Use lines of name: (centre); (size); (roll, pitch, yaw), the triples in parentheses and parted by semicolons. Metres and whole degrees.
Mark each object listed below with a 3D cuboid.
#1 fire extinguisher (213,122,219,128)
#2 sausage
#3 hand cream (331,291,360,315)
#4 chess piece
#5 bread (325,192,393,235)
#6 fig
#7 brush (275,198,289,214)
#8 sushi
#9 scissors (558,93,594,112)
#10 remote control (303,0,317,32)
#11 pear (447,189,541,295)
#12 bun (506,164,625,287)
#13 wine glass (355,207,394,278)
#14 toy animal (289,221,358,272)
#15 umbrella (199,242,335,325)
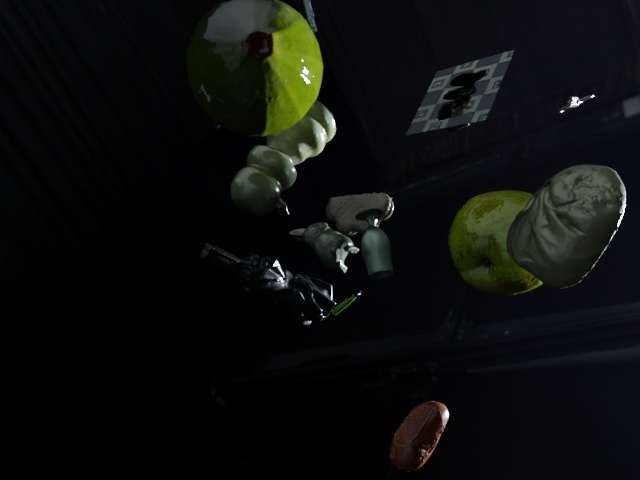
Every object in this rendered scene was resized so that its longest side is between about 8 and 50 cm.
fire extinguisher: (-0.234, -0.431, 1.657); (0.252, 0.075, 0.106); (-54, 167, -29)
sausage: (0.220, 0.429, 1.213); (0.179, 0.089, 0.089); (-50, -155, -23)
hand cream: (0.086, 0.207, 1.807); (0.122, 0.023, 0.036); (-39, 176, 22)
chess piece: (-0.112, -0.212, 1.427); (0.182, 0.182, 0.330); (0, -126, 57)
bread: (0.170, -0.113, 2.457); (0.337, 0.183, 0.102); (-2, 167, 36)
fig: (-0.133, -0.367, 1.138); (0.316, 0.316, 0.316); (-26, -162, 9)
brush: (-0.177, -0.160, 2.026); (0.036, 0.043, 0.248); (-22, -144, -14)
sushi: (0.495, -0.465, 1.861); (0.296, 0.100, 0.373); (-3, -133, 41)
scissors: (0.596, -0.324, 1.282); (0.085, 0.022, 0.176); (-23, 178, 31)
remote control: (-0.032, -0.628, 1.487); (0.017, 0.125, 0.053); (-18, 157, 13)
pear: (0.602, 0.012, 1.814); (0.390, 0.391, 0.391); (-26, -162, 9)
bun: (0.649, -0.051, 1.482); (0.360, 0.210, 0.360); (-59, 172, -13)
wine glass: (0.165, 0.011, 1.644); (0.092, 0.202, 0.093); (-9, 161, -3)
toy animal: (0.000, -0.003, 1.776); (0.125, 0.127, 0.251); (-36, -132, -26)
umbrella: (-0.107, 0.087, 1.141); (0.118, 0.340, 0.118); (-25, -129, 35)
